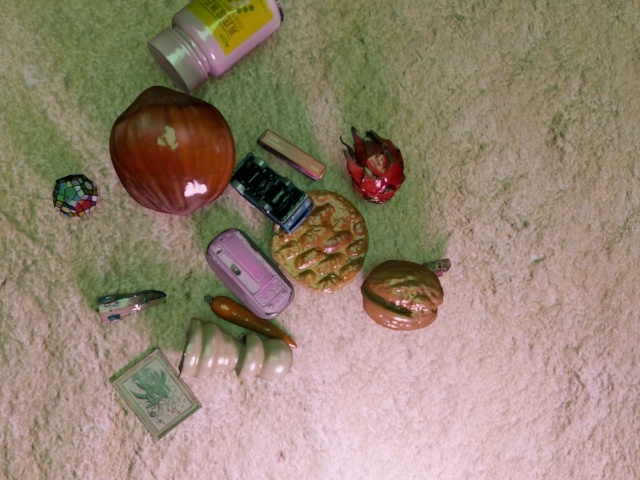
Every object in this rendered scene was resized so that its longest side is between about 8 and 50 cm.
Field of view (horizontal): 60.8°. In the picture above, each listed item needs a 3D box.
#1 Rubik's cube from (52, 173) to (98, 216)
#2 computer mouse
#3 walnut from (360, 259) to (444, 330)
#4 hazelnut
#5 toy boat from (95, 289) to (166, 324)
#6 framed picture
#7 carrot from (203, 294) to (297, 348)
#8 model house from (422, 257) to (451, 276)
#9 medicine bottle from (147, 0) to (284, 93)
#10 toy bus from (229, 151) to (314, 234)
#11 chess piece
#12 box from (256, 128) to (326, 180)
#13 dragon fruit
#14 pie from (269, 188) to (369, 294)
[{"bbox_3d":[-0.718,-0.132,1.598,0.112,0.133,0.133,4,85,-37],"label":"Rubik's cube"},{"bbox_3d":[-0.217,0.102,1.695,0.158,0.072,0.310,-43,89,-18],"label":"computer mouse"},{"bbox_3d":[0.250,0.170,1.713,0.257,0.257,0.224,8,121,-10],"label":"walnut"},{"bbox_3d":[-0.427,-0.253,1.563,0.373,0.315,0.372,1,93,14],"label":"hazelnut"},{"bbox_3d":[-0.566,0.190,1.636,0.210,0.066,0.084,-14,102,-23],"label":"toy boat"},{"bbox_3d":[-0.493,0.467,1.654,0.173,0.010,0.231,-38,94,-10],"label":"framed picture"},{"bbox_3d":[-0.213,0.253,1.697,0.336,0.069,0.069,29,82,-11],"label":"carrot"},{"bbox_3d":[0.391,0.095,1.825,0.083,0.057,0.058,-10,84,-13],"label":"model house"},{"bbox_3d":[-0.317,-0.635,1.656,0.379,0.213,0.213,-43,95,-10],"label":"medicine bottle"},{"bbox_3d":[-0.146,-0.138,1.646,0.256,0.147,0.128,38,83,25],"label":"toy bus"},{"bbox_3d":[-0.246,0.346,1.637,0.331,0.182,0.182,12,84,-15],"label":"chess piece"},{"bbox_3d":[-0.093,-0.270,1.722,0.229,0.123,0.050,32,86,-8],"label":"box"},{"bbox_3d":[0.168,-0.241,1.726,0.192,0.193,0.274,-48,126,-51],"label":"dragon fruit"},{"bbox_3d":[0.000,0.000,1.746,0.340,0.083,0.339,1,86,-8],"label":"pie"}]
